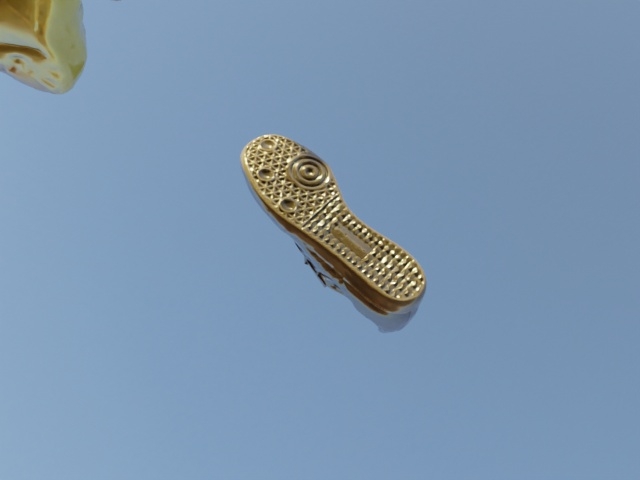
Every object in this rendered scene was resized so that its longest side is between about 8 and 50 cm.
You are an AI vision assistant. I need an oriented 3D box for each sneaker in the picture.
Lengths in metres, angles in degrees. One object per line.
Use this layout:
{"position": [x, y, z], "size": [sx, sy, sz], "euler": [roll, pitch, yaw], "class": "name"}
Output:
{"position": [0.000, 0.000, 0.732], "size": [0.188, 0.066, 0.071], "euler": [47, -31, 20], "class": "sneaker"}

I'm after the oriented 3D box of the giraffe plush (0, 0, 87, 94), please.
{"position": [-0.132, -0.196, 0.426], "size": [0.181, 0.171, 0.210], "euler": [37, -26, -24], "class": "giraffe plush"}
